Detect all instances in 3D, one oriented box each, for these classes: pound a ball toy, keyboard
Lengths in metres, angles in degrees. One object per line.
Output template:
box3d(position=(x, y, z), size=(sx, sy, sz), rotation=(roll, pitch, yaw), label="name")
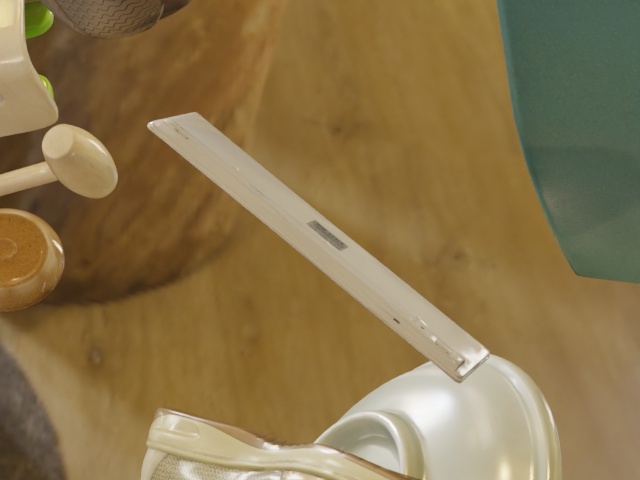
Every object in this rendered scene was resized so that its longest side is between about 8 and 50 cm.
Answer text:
box3d(position=(-0.337, -0.125, 1.373), size=(0.319, 0.136, 0.208), rotation=(-9, 62, 7), label="pound a ball toy")
box3d(position=(0.000, 0.000, 1.067), size=(0.256, 0.014, 0.072), rotation=(40, 15, 10), label="keyboard")

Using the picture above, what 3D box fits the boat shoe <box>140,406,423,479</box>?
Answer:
box3d(position=(-0.005, 0.178, 1.041), size=(0.302, 0.098, 0.109), rotation=(9, -12, 43), label="boat shoe")

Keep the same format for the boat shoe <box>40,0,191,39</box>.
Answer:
box3d(position=(-0.083, -0.249, 0.569), size=(0.130, 0.355, 0.132), rotation=(-20, 15, -25), label="boat shoe")

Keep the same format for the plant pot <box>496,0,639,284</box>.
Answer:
box3d(position=(0.208, -0.096, 0.978), size=(0.166, 0.234, 0.165), rotation=(7, 36, 23), label="plant pot")

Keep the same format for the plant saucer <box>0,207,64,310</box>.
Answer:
box3d(position=(-0.222, 0.010, 1.180), size=(0.083, 0.015, 0.083), rotation=(4, 60, -7), label="plant saucer")

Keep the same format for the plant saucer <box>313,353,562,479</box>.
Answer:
box3d(position=(0.045, 0.267, 1.504), size=(0.100, 0.400, 0.400), rotation=(30, 31, -25), label="plant saucer")
